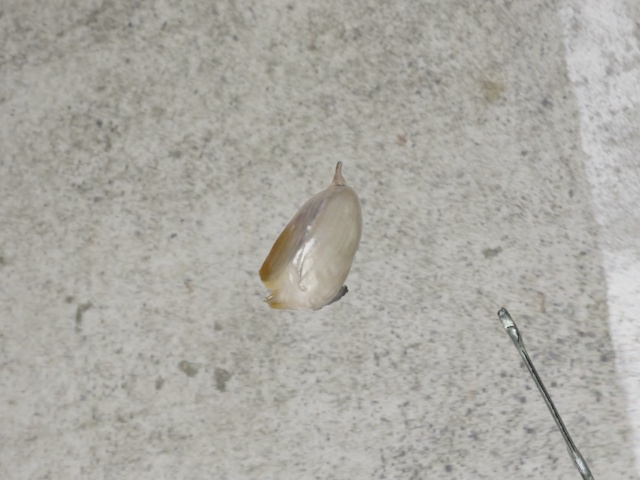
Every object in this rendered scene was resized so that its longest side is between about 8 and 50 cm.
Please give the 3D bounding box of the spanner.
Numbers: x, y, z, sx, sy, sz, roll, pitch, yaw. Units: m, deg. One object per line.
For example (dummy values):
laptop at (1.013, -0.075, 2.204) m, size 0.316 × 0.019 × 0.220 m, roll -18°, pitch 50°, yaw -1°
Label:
spanner at (0.275, 0.192, 1.176) m, size 0.015 × 0.054 × 0.254 m, roll -28°, pitch 105°, yaw 6°

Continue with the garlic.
garlic at (-0.003, -0.002, 0.874) m, size 0.084 × 0.066 × 0.152 m, roll 30°, pitch 87°, yaw 35°
